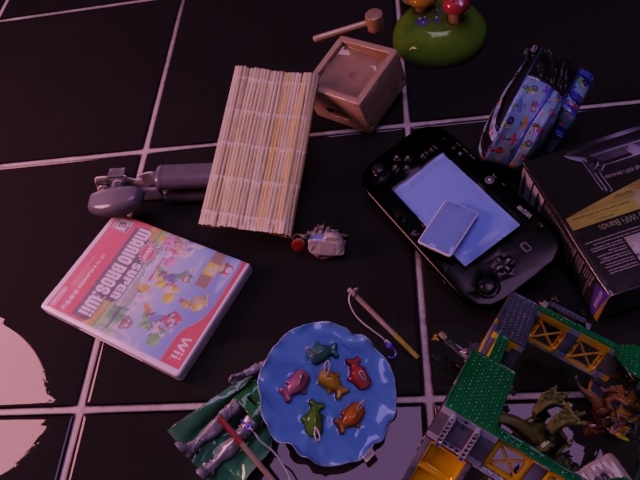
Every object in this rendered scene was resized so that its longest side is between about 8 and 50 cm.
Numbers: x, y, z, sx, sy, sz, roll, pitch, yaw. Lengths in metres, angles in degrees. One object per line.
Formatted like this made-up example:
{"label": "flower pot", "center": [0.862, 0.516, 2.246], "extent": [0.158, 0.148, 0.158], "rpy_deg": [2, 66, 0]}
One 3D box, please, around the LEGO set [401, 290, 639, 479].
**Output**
{"label": "LEGO set", "center": [0.223, 0.221, 0.638], "extent": [0.255, 0.192, 0.331], "rpy_deg": [24, 33, 9]}

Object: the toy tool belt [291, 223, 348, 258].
{"label": "toy tool belt", "center": [0.000, 0.000, 0.923], "extent": [0.083, 0.052, 0.051], "rpy_deg": [3, 26, 10]}

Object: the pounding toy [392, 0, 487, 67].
{"label": "pounding toy", "center": [0.230, -0.454, 1.137], "extent": [0.182, 0.110, 0.237], "rpy_deg": [1, 57, 12]}

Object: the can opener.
{"label": "can opener", "center": [-0.255, -0.077, 1.006], "extent": [0.283, 0.076, 0.095], "rpy_deg": [-1, 59, 9]}

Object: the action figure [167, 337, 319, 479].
{"label": "action figure", "center": [-0.082, 0.213, 0.785], "extent": [0.232, 0.063, 0.137], "rpy_deg": [-42, 61, -18]}

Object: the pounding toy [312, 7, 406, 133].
{"label": "pounding toy", "center": [0.066, -0.320, 1.083], "extent": [0.181, 0.094, 0.206], "rpy_deg": [26, 74, 31]}

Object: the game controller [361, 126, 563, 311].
{"label": "game controller", "center": [0.201, -0.044, 0.882], "extent": [0.166, 0.067, 0.319], "rpy_deg": [-41, 57, 5]}

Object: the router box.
{"label": "router box", "center": [0.479, -0.049, 0.832], "extent": [0.308, 0.081, 0.243], "rpy_deg": [-17, 55, 0]}

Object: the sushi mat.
{"label": "sushi mat", "center": [-0.097, -0.157, 0.973], "extent": [0.151, 0.019, 0.317], "rpy_deg": [6, 67, 7]}

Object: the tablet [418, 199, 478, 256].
{"label": "tablet", "center": [0.183, -0.018, 0.840], "extent": [0.054, 0.006, 0.083], "rpy_deg": [27, 68, 28]}

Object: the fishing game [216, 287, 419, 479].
{"label": "fishing game", "center": [0.012, 0.194, 0.753], "extent": [0.264, 0.041, 0.189], "rpy_deg": [-38, 80, -25]}

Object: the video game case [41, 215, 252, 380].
{"label": "video game case", "center": [-0.278, 0.077, 0.937], "extent": [0.285, 0.025, 0.204], "rpy_deg": [19, 62, 22]}

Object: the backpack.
{"label": "backpack", "center": [0.322, -0.185, 0.910], "extent": [0.116, 0.158, 0.173], "rpy_deg": [29, 63, 9]}

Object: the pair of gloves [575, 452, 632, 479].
{"label": "pair of gloves", "center": [0.290, 0.371, 0.615], "extent": [0.240, 0.042, 0.204], "rpy_deg": [-32, 53, -13]}
